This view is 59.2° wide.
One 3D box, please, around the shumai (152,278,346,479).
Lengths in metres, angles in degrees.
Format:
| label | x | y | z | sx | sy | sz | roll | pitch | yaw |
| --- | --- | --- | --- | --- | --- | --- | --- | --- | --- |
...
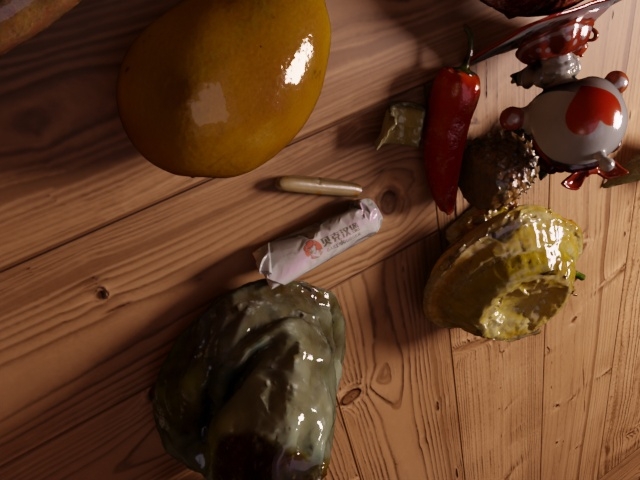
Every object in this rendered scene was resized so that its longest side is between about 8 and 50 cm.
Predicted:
| label | x | y | z | sx | sy | sz | roll | pitch | yaw |
| --- | --- | --- | --- | --- | --- | --- | --- | --- | --- |
| shumai | -0.045 | 0.230 | 0.738 | 0.304 | 0.263 | 0.309 | -8 | 119 | -26 |

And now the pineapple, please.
| label | x | y | z | sx | sy | sz | roll | pitch | yaw |
| --- | --- | --- | --- | --- | --- | --- | --- | --- | --- |
| pineapple | 0.322 | -0.140 | 0.868 | 0.251 | 0.125 | 0.125 | -27 | 127 | -24 |

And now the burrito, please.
| label | x | y | z | sx | sy | sz | roll | pitch | yaw |
| --- | --- | --- | --- | --- | --- | --- | --- | --- | --- |
| burrito | -0.001 | 0.000 | 0.769 | 0.203 | 0.064 | 0.064 | -29 | 127 | -20 |

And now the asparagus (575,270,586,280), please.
| label | x | y | z | sx | sy | sz | roll | pitch | yaw |
| --- | --- | --- | --- | --- | --- | --- | --- | --- | --- |
| asparagus | 0.511 | 0.063 | 1.155 | 0.127 | 0.018 | 0.015 | 20 | 78 | -38 |

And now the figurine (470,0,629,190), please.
| label | x | y | z | sx | sy | sz | roll | pitch | yaw |
| --- | --- | --- | --- | --- | --- | --- | --- | --- | --- |
| figurine | 0.340 | -0.182 | 0.759 | 0.183 | 0.160 | 0.226 | -23 | 94 | -20 |

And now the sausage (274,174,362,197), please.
| label | x | y | z | sx | sy | sz | roll | pitch | yaw |
| --- | --- | --- | --- | --- | --- | --- | --- | --- | --- |
| sausage | -0.002 | -0.073 | 0.752 | 0.132 | 0.024 | 0.024 | 3 | 113 | -34 |

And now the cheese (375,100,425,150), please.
| label | x | y | z | sx | sy | sz | roll | pitch | yaw |
| --- | --- | --- | --- | --- | --- | --- | --- | --- | --- |
| cheese | 0.100 | -0.153 | 0.761 | 0.084 | 0.041 | 0.060 | -22 | 134 | -39 |

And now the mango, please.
| label | x | y | z | sx | sy | sz | roll | pitch | yaw |
| --- | --- | --- | --- | --- | --- | --- | --- | --- | --- |
| mango | -0.083 | -0.167 | 0.576 | 0.254 | 0.139 | 0.175 | -42 | 133 | -14 |

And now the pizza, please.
| label | x | y | z | sx | sy | sz | roll | pitch | yaw |
| --- | --- | --- | --- | --- | --- | --- | --- | --- | --- |
| pizza | 0.288 | -0.025 | 0.947 | 0.175 | 0.046 | 0.134 | -7 | 119 | -29 |

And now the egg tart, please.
| label | x | y | z | sx | sy | sz | roll | pitch | yaw |
| --- | --- | --- | --- | --- | --- | --- | --- | --- | --- |
| egg tart | 0.310 | 0.073 | 0.928 | 0.290 | 0.115 | 0.290 | -12 | 136 | -12 |

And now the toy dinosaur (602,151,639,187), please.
| label | x | y | z | sx | sy | sz | roll | pitch | yaw |
| --- | --- | --- | --- | --- | --- | --- | --- | --- | --- |
| toy dinosaur | 0.714 | -0.166 | 1.121 | 0.327 | 0.113 | 0.206 | -44 | 105 | -18 |

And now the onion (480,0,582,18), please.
| label | x | y | z | sx | sy | sz | roll | pitch | yaw |
| --- | --- | --- | --- | --- | --- | --- | --- | --- | --- |
| onion | 0.283 | -0.373 | 0.640 | 0.252 | 0.219 | 0.252 | -18 | 135 | -19 |

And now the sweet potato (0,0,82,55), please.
| label | x | y | z | sx | sy | sz | roll | pitch | yaw |
| --- | --- | --- | --- | --- | --- | --- | --- | --- | --- |
| sweet potato | -0.207 | -0.260 | 0.473 | 0.385 | 0.109 | 0.109 | -42 | 131 | 10 |

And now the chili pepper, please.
| label | x | y | z | sx | sy | sz | roll | pitch | yaw |
| --- | --- | --- | --- | --- | --- | --- | --- | --- | --- |
| chili pepper | 0.181 | -0.158 | 0.789 | 0.063 | 0.071 | 0.272 | -26 | 130 | -42 |
